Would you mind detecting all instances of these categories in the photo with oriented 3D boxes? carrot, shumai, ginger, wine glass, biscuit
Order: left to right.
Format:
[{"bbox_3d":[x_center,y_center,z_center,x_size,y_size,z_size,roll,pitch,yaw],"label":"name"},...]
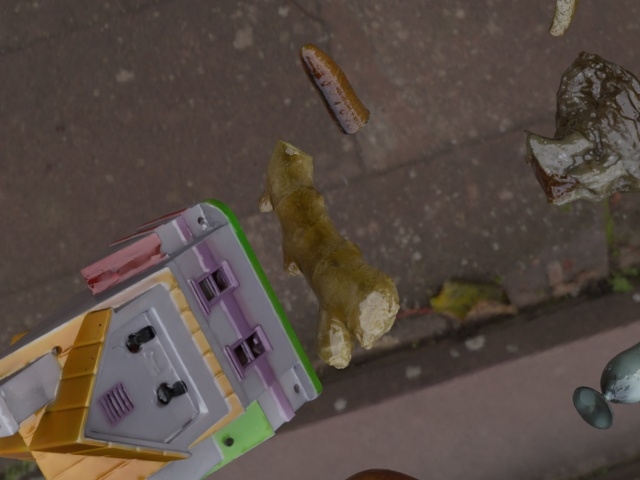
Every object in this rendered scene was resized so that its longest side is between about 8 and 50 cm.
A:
[{"bbox_3d":[0.002,0.001,1.193,0.118,0.299,0.065,-37,143,18],"label":"ginger"},{"bbox_3d":[0.015,-0.193,1.310,0.048,0.048,0.139,-27,133,9],"label":"carrot"},{"bbox_3d":[0.413,-0.449,1.685,0.031,0.176,0.229,15,118,14],"label":"biscuit"},{"bbox_3d":[0.345,-0.128,1.357,0.175,0.206,0.166,-32,152,4],"label":"shumai"},{"bbox_3d":[0.552,0.250,1.891,0.202,0.093,0.093,-31,140,-31],"label":"wine glass"}]

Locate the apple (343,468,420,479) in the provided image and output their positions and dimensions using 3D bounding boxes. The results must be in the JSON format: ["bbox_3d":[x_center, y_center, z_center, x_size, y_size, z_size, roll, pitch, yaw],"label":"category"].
[{"bbox_3d":[0.100,0.398,1.406,0.210,0.173,0.235,4,150,36],"label":"apple"}]

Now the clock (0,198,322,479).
[{"bbox_3d":[-0.181,0.133,0.992,0.166,0.309,0.235,-17,104,42],"label":"clock"}]
